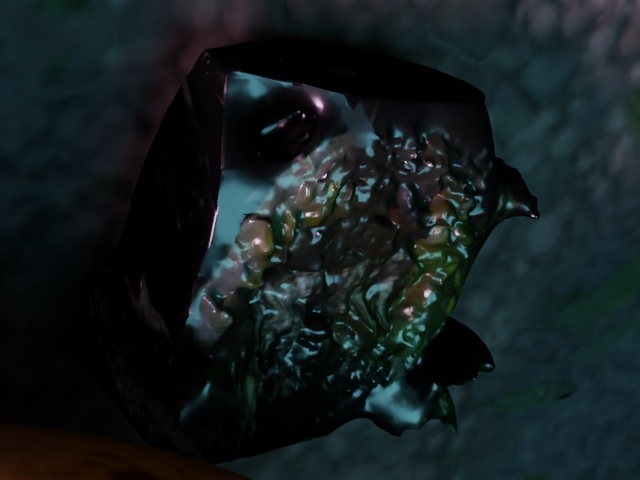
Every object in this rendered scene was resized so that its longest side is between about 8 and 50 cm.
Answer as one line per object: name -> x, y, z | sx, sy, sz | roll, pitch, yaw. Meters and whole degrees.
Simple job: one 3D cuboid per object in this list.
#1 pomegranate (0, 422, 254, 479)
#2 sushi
pomegranate -> -0.055, 0.124, 0.360 | 0.191, 0.191, 0.191 | -17, 129, -23
sushi -> 0.000, 0.000, 0.425 | 0.085, 0.056, 0.083 | 1, 113, -33
